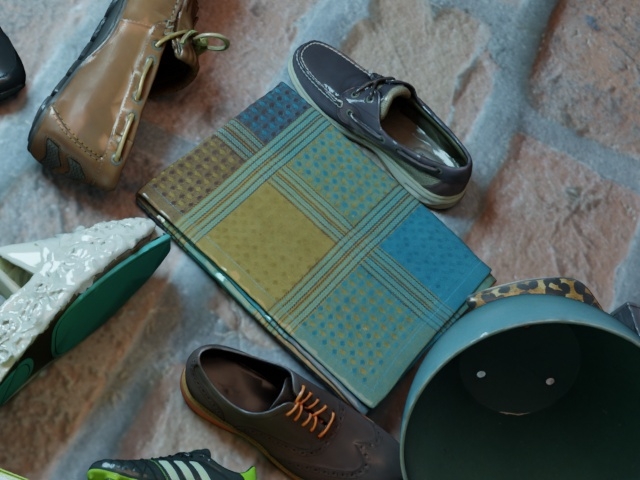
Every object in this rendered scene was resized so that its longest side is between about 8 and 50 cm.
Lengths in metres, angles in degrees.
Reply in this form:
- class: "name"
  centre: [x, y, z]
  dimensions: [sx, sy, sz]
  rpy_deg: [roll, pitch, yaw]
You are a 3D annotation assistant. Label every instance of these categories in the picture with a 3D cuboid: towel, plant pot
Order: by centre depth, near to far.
- class: "plant pot"
  centre: [0.224, 0.171, 1.308]
  dimensions: [0.290, 0.290, 0.195]
  rpy_deg: [18, 22, -7]
- class: "towel"
  centre: [0.000, 0.000, 1.451]
  dimensions: [0.370, 0.040, 0.271]
  rpy_deg: [43, 57, 11]

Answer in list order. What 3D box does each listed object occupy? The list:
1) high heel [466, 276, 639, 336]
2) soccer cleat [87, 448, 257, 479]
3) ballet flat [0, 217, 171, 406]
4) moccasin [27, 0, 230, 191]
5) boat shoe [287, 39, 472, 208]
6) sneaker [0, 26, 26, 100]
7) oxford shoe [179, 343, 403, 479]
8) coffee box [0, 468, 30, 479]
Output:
- class: "high heel"
  centre: [0.296, 0.142, 1.423]
  dimensions: [0.261, 0.093, 0.186]
  rpy_deg: [10, 51, -22]
- class: "soccer cleat"
  centre: [-0.149, 0.244, 1.252]
  dimensions: [0.179, 0.060, 0.072]
  rpy_deg: [16, 47, -16]
- class: "ballet flat"
  centre: [-0.318, 0.083, 1.233]
  dimensions: [0.147, 0.147, 0.409]
  rpy_deg: [38, 56, 6]
- class: "moccasin"
  centre: [-0.198, -0.221, 1.458]
  dimensions: [0.147, 0.139, 0.380]
  rpy_deg: [29, 54, -7]
- class: "boat shoe"
  centre: [0.081, -0.162, 1.536]
  dimensions: [0.285, 0.092, 0.103]
  rpy_deg: [45, 58, 11]
- class: "sneaker"
  centre: [-0.444, -0.285, 1.422]
  dimensions: [0.107, 0.124, 0.283]
  rpy_deg: [-34, 75, -30]
- class: "oxford shoe"
  centre: [-0.022, 0.191, 1.286]
  dimensions: [0.271, 0.098, 0.097]
  rpy_deg: [25, 68, -1]
- class: "coffee box"
  centre: [-0.186, 0.388, 0.918]
  dimensions: [0.338, 0.337, 0.334]
  rpy_deg: [19, 68, 8]
